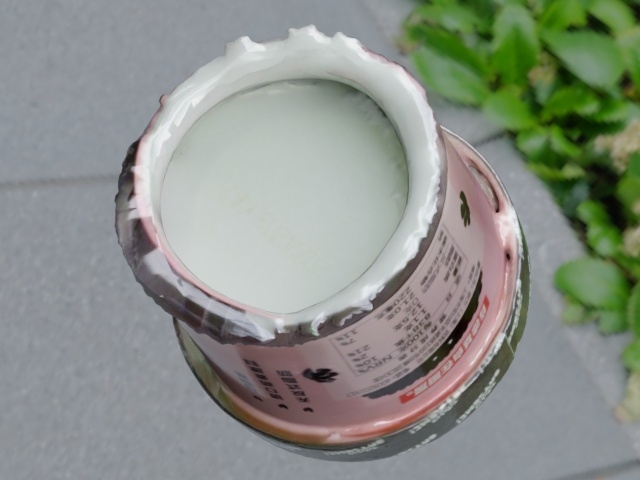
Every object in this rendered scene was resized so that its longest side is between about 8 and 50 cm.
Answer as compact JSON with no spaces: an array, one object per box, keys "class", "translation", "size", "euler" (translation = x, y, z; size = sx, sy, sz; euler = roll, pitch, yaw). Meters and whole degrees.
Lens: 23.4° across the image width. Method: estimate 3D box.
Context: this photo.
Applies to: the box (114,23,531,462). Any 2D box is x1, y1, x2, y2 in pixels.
[{"class":"box","translation":[0.000,0.000,0.602],"size":[0.151,0.135,0.151],"euler":[-5,70,13]}]
